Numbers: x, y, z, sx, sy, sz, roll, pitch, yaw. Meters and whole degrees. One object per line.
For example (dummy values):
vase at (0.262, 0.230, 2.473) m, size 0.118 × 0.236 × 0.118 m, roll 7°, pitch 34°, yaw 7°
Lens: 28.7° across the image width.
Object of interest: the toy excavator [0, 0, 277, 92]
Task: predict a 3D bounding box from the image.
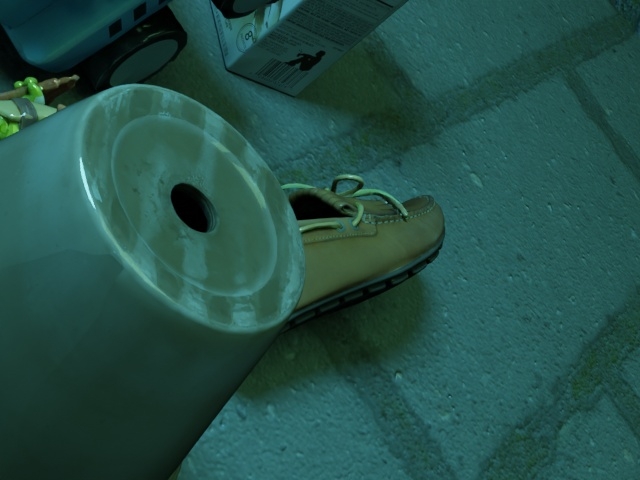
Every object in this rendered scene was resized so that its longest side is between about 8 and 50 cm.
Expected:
toy excavator at (-0.261, -0.270, 1.069) m, size 0.222 × 0.433 × 0.445 m, roll 59°, pitch 6°, yaw 8°

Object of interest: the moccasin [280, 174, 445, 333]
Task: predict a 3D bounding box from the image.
moccasin at (-0.002, 0.001, 1.263) m, size 0.380 × 0.139 × 0.147 m, roll -20°, pitch 84°, yaw -46°

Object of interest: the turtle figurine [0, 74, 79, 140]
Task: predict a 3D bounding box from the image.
turtle figurine at (-0.261, -0.094, 1.026) m, size 0.217 × 0.087 × 0.269 m, roll 5°, pitch 13°, yaw -30°

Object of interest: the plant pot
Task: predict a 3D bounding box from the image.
plant pot at (-0.169, 0.044, 0.878) m, size 0.323 × 0.280 × 0.323 m, roll 32°, pitch 38°, yaw -30°

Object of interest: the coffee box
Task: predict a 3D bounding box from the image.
coffee box at (0.012, -0.324, 1.411) m, size 0.119 × 0.297 × 0.168 m, roll 16°, pitch 48°, yaw -42°
